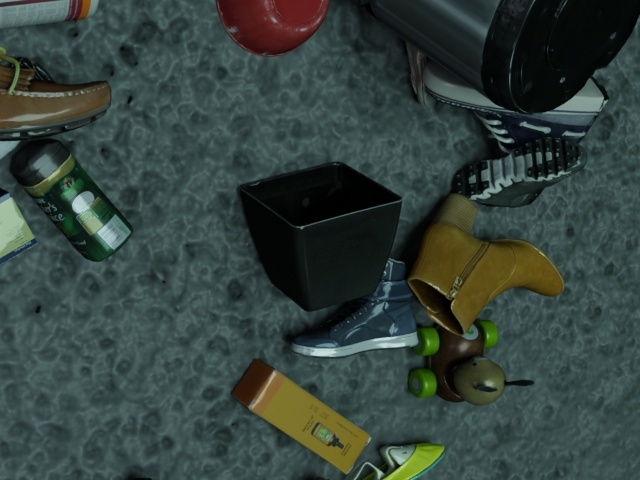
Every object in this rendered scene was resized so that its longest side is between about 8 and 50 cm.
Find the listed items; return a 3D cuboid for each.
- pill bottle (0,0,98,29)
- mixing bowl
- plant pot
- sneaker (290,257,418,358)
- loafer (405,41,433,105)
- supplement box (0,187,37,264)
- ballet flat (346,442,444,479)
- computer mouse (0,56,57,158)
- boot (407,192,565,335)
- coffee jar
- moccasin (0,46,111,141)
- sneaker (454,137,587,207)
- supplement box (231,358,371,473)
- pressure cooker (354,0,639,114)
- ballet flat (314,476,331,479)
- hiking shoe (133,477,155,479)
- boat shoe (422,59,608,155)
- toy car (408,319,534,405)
[{"bbox_3d":[-0.413,-0.340,1.552,0.221,0.121,0.121,-13,106,-27],"label":"pill bottle"},{"bbox_3d":[-0.054,-0.366,1.763,0.181,0.098,0.181,-6,102,-29],"label":"mixing bowl"},{"bbox_3d":[0.000,0.000,1.825,0.187,0.188,0.167,-15,119,-27],"label":"plant pot"},{"bbox_3d":[0.052,0.102,1.917,0.226,0.086,0.163,-7,101,-26],"label":"sneaker"},{"bbox_3d":[0.162,-0.283,1.939,0.045,0.039,0.125,-32,121,-57],"label":"loafer"},{"bbox_3d":[-0.452,-0.015,1.628,0.083,0.056,0.083,-33,113,-20],"label":"supplement box"},{"bbox_3d":[0.111,0.398,2.017,0.231,0.077,0.077,-35,98,-18],"label":"ballet flat"},{"bbox_3d":[-0.433,-0.159,1.620,0.193,0.042,0.106,-49,119,-13],"label":"computer mouse"},{"bbox_3d":[0.276,0.079,1.995,0.295,0.104,0.211,37,58,-20],"label":"boot"},{"bbox_3d":[-0.351,-0.059,1.654,0.079,0.096,0.184,-45,116,-18],"label":"coffee jar"},{"bbox_3d":[-0.464,-0.202,1.527,0.380,0.139,0.147,1,95,-8],"label":"moccasin"},{"bbox_3d":[0.350,-0.108,1.987,0.106,0.234,0.078,29,53,-47],"label":"sneaker"},{"bbox_3d":[-0.029,0.286,1.912,0.233,0.080,0.078,39,81,-27],"label":"supplement box"},{"bbox_3d":[0.240,-0.430,1.743,0.375,0.420,0.370,-47,150,-3],"label":"pressure cooker"},{"bbox_3d":[-0.017,0.562,1.964,0.124,0.116,0.342,-10,109,-11],"label":"ballet flat"},{"bbox_3d":[-0.348,0.475,1.746,0.132,0.113,0.304,38,79,-27],"label":"hiking shoe"},{"bbox_3d":[0.309,-0.207,1.973,0.341,0.127,0.158,4,128,-21],"label":"boat shoe"},{"bbox_3d":[0.266,0.218,1.998,0.155,0.188,0.148,-3,101,-29],"label":"toy car"}]
